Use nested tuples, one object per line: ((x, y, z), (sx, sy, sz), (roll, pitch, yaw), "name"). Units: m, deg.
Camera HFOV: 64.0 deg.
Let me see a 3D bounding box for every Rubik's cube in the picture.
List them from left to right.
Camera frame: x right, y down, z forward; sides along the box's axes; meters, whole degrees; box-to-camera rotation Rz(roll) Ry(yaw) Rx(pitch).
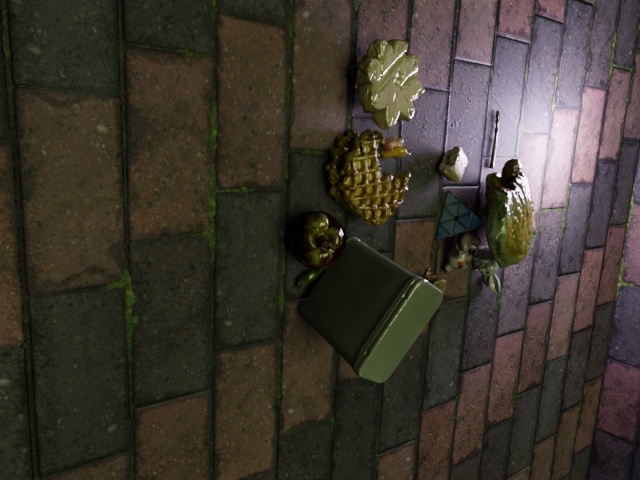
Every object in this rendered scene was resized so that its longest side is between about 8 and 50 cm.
((0.553, -0.053, 2.089), (0.178, 0.190, 0.211), (-44, 119, 0), "Rubik's cube")

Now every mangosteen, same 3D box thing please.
((0.000, 0.000, 1.631), (0.192, 0.217, 0.193), (0, 90, -18), "mangosteen")

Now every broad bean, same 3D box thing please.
((0.023, 0.100, 1.775), (0.256, 0.052, 0.053), (-22, 116, -31), "broad bean")

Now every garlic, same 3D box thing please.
((0.443, 0.194, 2.092), (0.174, 0.099, 0.124), (-12, 127, -30), "garlic")

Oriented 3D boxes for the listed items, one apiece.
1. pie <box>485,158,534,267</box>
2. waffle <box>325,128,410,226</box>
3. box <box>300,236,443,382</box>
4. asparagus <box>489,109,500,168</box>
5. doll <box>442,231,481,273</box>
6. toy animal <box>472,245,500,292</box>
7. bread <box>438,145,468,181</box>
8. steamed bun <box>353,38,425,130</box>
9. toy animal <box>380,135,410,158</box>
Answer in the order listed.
((0.779, -0.083, 2.149), (0.395, 0.180, 0.418), (56, 46, -38), "pie")
((0.164, -0.213, 1.753), (0.324, 0.151, 0.261), (44, 71, -33), "waffle")
((0.152, 0.211, 1.668), (0.177, 0.343, 0.352), (30, 95, -47), "box")
((0.757, -0.436, 2.217), (0.024, 0.025, 0.249), (5, 101, 6), "asparagus")
((0.586, 0.049, 2.139), (0.149, 0.095, 0.192), (-26, 141, -32), "doll")
((0.744, 0.136, 2.287), (0.130, 0.103, 0.221), (-16, 109, -35), "toy animal")
((0.530, -0.301, 2.046), (0.106, 0.082, 0.125), (48, 61, -44), "bread")
((0.216, -0.522, 1.729), (0.295, 0.137, 0.293), (-12, 106, -40), "steamed bun")
((0.275, -0.339, 1.845), (0.114, 0.091, 0.082), (-4, 88, -34), "toy animal")
